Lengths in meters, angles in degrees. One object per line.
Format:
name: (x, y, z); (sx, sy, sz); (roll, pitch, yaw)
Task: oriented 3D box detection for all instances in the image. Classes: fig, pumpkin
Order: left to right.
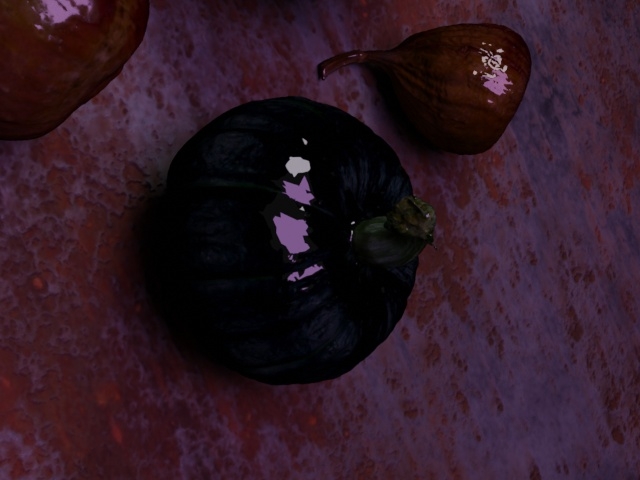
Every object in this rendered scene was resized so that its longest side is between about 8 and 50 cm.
fig: (-0.235, -0.179, 1.174); (0.205, 0.205, 0.205); (8, 78, -40)
pumpkin: (0.000, 0.000, 1.303); (0.248, 0.248, 0.248); (8, 78, -40)
fig: (0.101, -0.162, 1.525); (0.201, 0.146, 0.133); (14, 65, 1)
